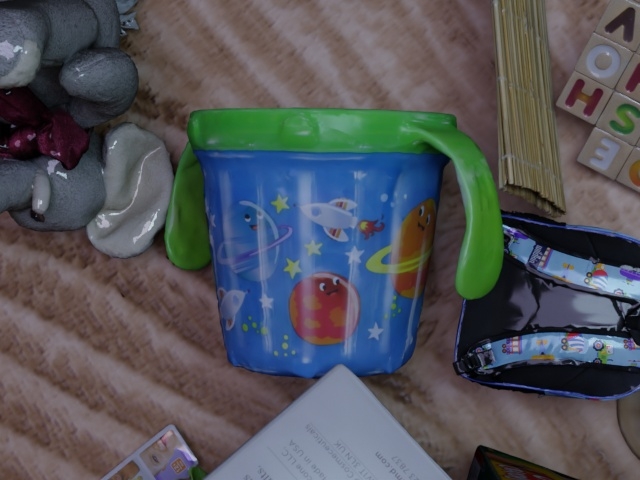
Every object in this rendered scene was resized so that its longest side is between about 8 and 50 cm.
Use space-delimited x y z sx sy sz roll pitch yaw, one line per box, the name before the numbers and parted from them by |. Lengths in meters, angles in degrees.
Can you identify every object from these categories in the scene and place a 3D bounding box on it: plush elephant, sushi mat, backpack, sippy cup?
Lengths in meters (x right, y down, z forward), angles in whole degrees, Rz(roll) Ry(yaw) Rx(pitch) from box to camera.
plush elephant | -0.274 -0.107 1.159 0.272 0.330 0.255 12 109 26
sushi mat | 0.173 -0.184 1.094 0.019 0.151 0.317 -10 75 28
backpack | 0.212 0.060 1.094 0.173 0.117 0.158 8 86 13
sippy cup | 0.000 0.000 1.100 0.240 0.305 0.224 1 94 -15

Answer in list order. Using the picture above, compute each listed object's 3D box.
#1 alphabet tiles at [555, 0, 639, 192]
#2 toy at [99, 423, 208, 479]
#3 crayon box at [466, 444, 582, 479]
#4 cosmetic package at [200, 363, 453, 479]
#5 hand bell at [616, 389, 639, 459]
alphabet tiles | 0.330 -0.109 1.071 0.237 0.009 0.198 28 128 7
toy | -0.197 0.298 1.188 0.237 0.056 0.137 -39 77 6
crayon box | 0.260 0.262 0.917 0.313 0.363 0.106 18 88 4
cosmetic package | -0.110 0.322 0.993 0.453 0.230 0.161 -38 77 -20
hand bell | 0.304 0.139 1.003 0.126 0.242 0.126 -1 85 11
